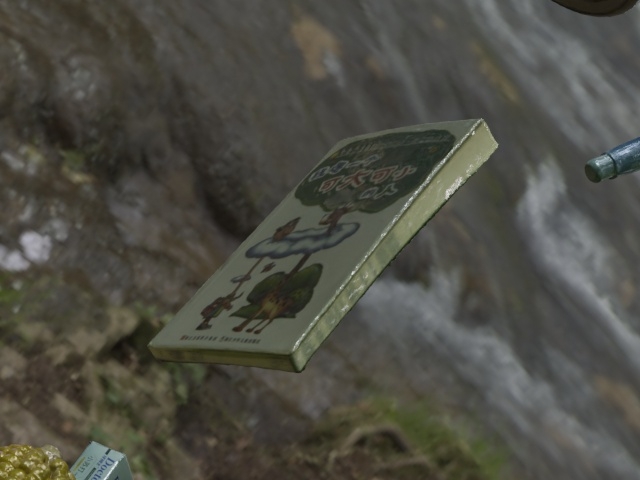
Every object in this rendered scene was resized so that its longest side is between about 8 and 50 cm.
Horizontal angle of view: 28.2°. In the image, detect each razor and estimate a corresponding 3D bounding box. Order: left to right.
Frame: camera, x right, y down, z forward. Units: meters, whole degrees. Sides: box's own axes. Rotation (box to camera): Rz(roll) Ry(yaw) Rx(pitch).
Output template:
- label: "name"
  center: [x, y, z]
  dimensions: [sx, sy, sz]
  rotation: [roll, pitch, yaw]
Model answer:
- label: "razor"
  center: [0.222, -0.063, 0.785]
  dimensions: [0.135, 0.068, 0.040]
  rotation: [-22, 38, -19]

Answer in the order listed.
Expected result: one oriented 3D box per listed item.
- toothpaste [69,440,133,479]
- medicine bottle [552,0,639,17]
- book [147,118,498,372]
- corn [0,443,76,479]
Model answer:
- label: "toothpaste"
  center: [-0.299, 0.422, 1.832]
  dimensions: [0.071, 0.312, 0.089]
  rotation: [16, 47, 24]
- label: "medicine bottle"
  center: [0.300, -0.355, 0.959]
  dimensions: [0.384, 0.224, 0.224]
  rotation: [-42, 84, -14]
- label: "book"
  center: [0.000, 0.000, 1.388]
  dimensions: [0.371, 0.260, 0.043]
  rotation: [-48, 118, -30]
- label: "corn"
  center: [-0.362, 0.329, 1.326]
  dimensions: [0.130, 0.130, 0.347]
  rotation: [39, 33, -4]
